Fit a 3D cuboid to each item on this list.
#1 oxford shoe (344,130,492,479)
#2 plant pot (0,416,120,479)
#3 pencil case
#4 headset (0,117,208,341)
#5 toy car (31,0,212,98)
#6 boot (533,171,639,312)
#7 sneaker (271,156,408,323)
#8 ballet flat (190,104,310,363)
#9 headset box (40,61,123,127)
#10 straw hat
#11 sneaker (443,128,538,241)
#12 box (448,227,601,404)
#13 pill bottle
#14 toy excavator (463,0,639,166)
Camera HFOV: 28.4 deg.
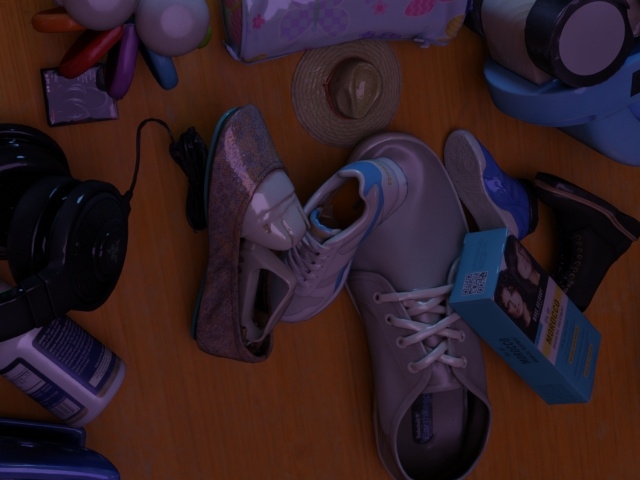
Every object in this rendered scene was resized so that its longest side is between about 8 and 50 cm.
[{"bbox_3d":[0.119,0.094,1.486,0.169,0.130,0.449,-9,102,-11],"label":"oxford shoe"},{"bbox_3d":[-0.356,0.306,1.334,0.236,0.212,0.235,9,100,-19],"label":"plant pot"},{"bbox_3d":[0.025,-0.265,1.386,0.273,0.113,0.124,-8,128,-17],"label":"pencil case"},{"bbox_3d":[-0.277,-0.005,1.301,0.394,0.243,0.185,-32,136,-27],"label":"headset"},{"bbox_3d":[-0.206,-0.215,1.297,0.182,0.159,0.136,18,98,-21],"label":"toy car"},{"bbox_3d":[0.304,0.007,1.535,0.198,0.077,0.137,25,98,-38],"label":"boot"},{"bbox_3d":[0.000,0.000,1.414,0.092,0.087,0.228,-9,137,-58],"label":"sneaker"},{"bbox_3d":[-0.068,0.004,1.371,0.107,0.106,0.316,-40,147,-46],"label":"ballet flat"},{"bbox_3d":[-0.255,-0.158,1.362,0.083,0.032,0.062,-8,104,-15],"label":"headset box"},{"bbox_3d":[0.040,-0.172,1.438,0.145,0.061,0.144,-4,103,-18],"label":"straw hat"},{"bbox_3d":[0.210,-0.068,1.521,0.085,0.058,0.152,-21,81,-45],"label":"sneaker"},{"bbox_3d":[0.248,0.094,1.507,0.244,0.060,0.100,44,51,-37],"label":"box"},{"bbox_3d":[-0.302,0.119,1.373,0.169,0.094,0.094,43,87,-21],"label":"pill bottle"},{"bbox_3d":[0.417,-0.179,1.505,0.433,0.222,0.445,-27,122,-11],"label":"toy excavator"}]
